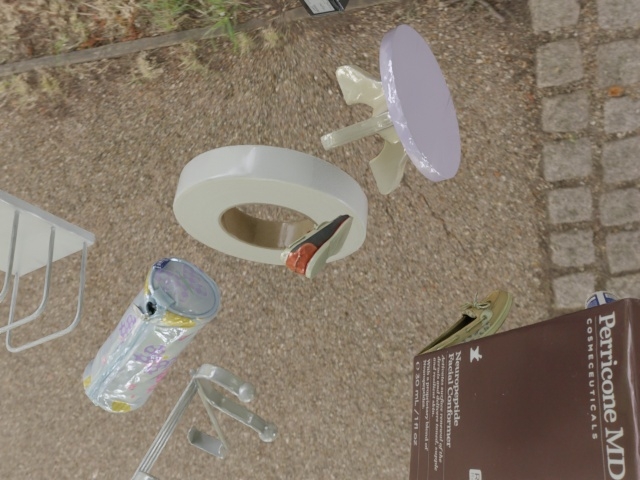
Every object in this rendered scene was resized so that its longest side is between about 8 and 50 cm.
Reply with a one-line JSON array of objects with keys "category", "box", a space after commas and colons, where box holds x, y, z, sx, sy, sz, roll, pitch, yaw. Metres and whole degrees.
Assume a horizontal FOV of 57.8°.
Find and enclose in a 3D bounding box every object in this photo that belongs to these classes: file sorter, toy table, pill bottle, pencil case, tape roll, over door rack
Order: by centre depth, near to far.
[{"category": "over door rack", "box": [-0.147, 0.289, 0.607, 0.108, 0.239, 0.324, 28, 148, 4]}, {"category": "file sorter", "box": [-0.523, 0.041, 0.872, 0.193, 0.173, 0.278, -21, 148, 22]}, {"category": "pencil case", "box": [-0.259, 0.149, 0.873, 0.113, 0.124, 0.273, 38, 122, -4]}, {"category": "toy table", "box": [0.134, -0.227, 1.062, 0.161, 0.252, 0.274, -15, 87, 43]}, {"category": "pill bottle", "box": [0.557, 0.154, 1.127, 0.067, 0.120, 0.067, 7, 116, 14]}, {"category": "tape roll", "box": [-0.098, -0.054, 1.175, 0.392, 0.072, 0.392, 5, 154, 3]}]

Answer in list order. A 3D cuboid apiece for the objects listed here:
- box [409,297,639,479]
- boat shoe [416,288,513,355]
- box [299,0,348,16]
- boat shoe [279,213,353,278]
[{"category": "box", "box": [0.235, 0.200, 0.609, 0.143, 0.381, 0.191, 13, 68, -16]}, {"category": "boat shoe", "box": [0.351, 0.211, 1.392, 0.089, 0.104, 0.285, 45, 73, 0]}, {"category": "box", "box": [-0.023, -0.538, 0.864, 0.307, 0.077, 0.242, 42, 66, -43]}, {"category": "boat shoe", "box": [0.000, 0.000, 0.701, 0.043, 0.137, 0.049, 23, 125, 16]}]
